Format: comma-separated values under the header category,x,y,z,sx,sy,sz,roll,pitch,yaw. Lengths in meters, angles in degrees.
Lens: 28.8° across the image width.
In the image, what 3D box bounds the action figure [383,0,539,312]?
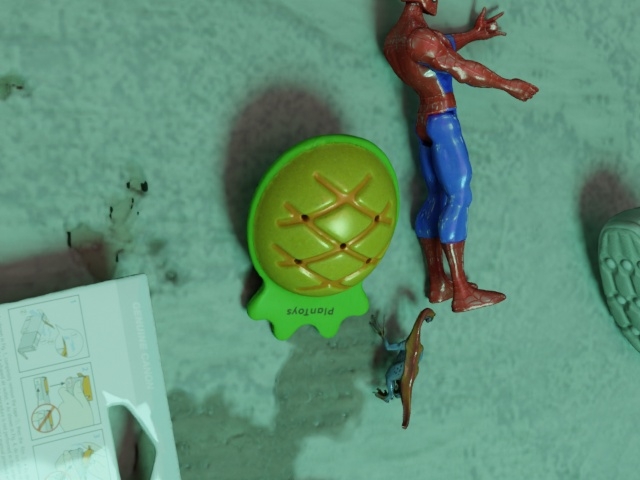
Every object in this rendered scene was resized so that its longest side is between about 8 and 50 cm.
category,x,y,z,sx,sy,sz,roll,pitch,yaw
action figure,0.133,-0.095,1.055,0.139,0.091,0.281,-17,101,-17

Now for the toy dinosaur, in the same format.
category,x,y,z,sx,sy,sz,roll,pitch,yaw
toy dinosaur,0.080,0.100,1.057,0.047,0.090,0.082,7,122,-40

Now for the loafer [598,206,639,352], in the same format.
category,x,y,z,sx,sy,sz,roll,pitch,yaw
loafer,0.363,0.085,1.170,0.111,0.112,0.319,-46,118,-21

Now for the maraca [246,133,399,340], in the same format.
category,x,y,z,sx,sy,sz,roll,pitch,yaw
maraca,0.000,0.000,0.997,0.127,0.099,0.186,0,119,-17

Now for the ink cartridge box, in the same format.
category,x,y,z,sx,sy,sz,roll,pitch,yaw
ink cartridge box,-0.228,0.173,0.918,0.238,0.060,0.275,-12,98,-25
